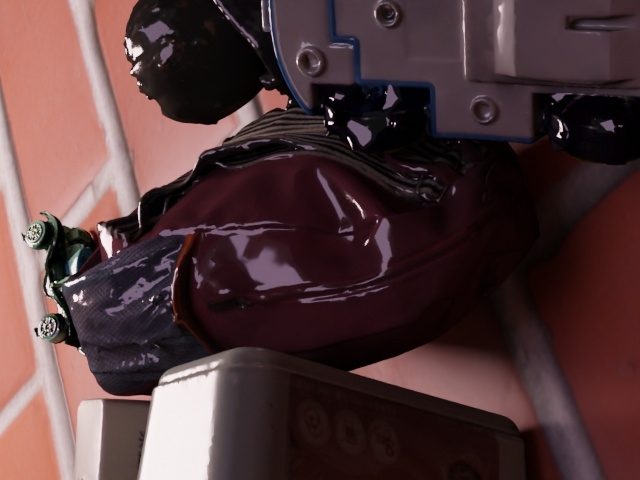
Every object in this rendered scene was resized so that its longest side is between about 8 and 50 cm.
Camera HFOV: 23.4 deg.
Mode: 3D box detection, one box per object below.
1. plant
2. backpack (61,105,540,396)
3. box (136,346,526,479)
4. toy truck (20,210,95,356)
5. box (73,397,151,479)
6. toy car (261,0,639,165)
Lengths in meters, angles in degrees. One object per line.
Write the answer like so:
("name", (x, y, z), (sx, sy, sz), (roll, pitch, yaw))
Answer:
("plant", (-0.038, -0.192, 1.232), (0.256, 0.142, 0.164), (-32, 76, 4))
("backpack", (0.000, 0.000, 1.146), (0.317, 0.283, 0.197), (-15, 102, 36))
("box", (0.011, 0.193, 1.063), (0.175, 0.311, 0.183), (-21, 59, 48))
("toy truck", (-0.252, 0.040, 1.614), (0.078, 0.080, 0.154), (-26, 61, 23))
("box", (-0.058, 0.208, 1.175), (0.071, 0.259, 0.168), (-14, 71, 62))
("toy car", (0.116, -0.164, 1.037), (0.314, 0.166, 0.198), (4, 110, 22))
